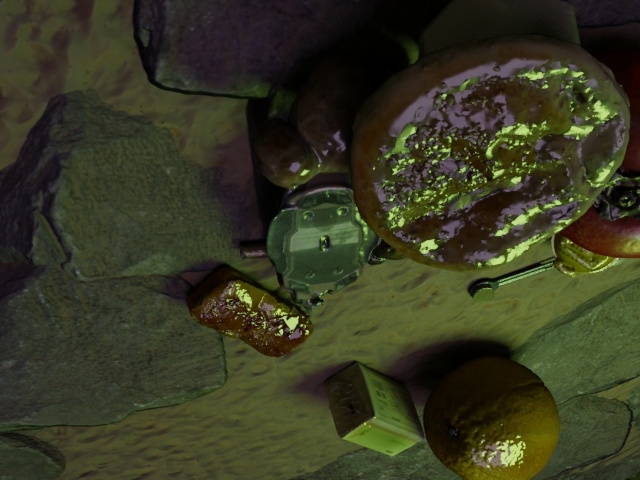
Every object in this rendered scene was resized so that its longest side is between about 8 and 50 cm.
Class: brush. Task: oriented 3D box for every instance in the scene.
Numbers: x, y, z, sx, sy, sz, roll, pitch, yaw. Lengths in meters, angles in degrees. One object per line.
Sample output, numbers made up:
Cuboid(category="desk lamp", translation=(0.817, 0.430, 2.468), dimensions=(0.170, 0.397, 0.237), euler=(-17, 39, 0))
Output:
Cuboid(category="brush", translation=(0.463, 0.079, 1.667), dimensions=(0.266, 0.027, 0.062), euler=(-20, 140, 1))

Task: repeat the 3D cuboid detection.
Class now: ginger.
Cuboid(category="ginger", translation=(0.055, -0.156, 1.098), dimensions=(0.303, 0.155, 0.245), euler=(13, 90, -16))

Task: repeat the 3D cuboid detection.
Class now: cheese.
Cuboid(category="cheese", translation=(0.586, -0.026, 1.548), dimensions=(0.156, 0.064, 0.250), euler=(32, 115, -6))

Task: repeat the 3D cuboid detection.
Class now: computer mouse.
Cuboid(category="computer mouse", translation=(-0.001, -0.006, 1.308), dimensions=(0.199, 0.115, 0.389), euler=(-3, 139, -6))

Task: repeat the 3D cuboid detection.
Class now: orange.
Cuboid(category="orange", translation=(0.422, 0.453, 1.843), dimensions=(0.356, 0.322, 0.322), euler=(3, 139, -50))

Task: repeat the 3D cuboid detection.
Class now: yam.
Cuboid(category="yam", translation=(-0.077, 0.016, 1.372), dimensions=(0.145, 0.032, 0.032), euler=(-3, 138, -21))

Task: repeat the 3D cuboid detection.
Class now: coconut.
Cuboid(category="coconut", translation=(0.263, -0.260, 1.045), dimensions=(0.241, 0.241, 0.241), euler=(-11, 140, -10))

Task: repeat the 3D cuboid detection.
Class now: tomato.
Cuboid(category="tomato", translation=(0.502, -0.142, 1.204), dimensions=(0.324, 0.290, 0.293), euler=(21, 129, 12))

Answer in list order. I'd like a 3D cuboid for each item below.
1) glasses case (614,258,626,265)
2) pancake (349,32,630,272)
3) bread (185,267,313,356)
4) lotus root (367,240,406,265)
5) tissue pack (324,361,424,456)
Cuboid(category="glasses case", translation=(0.635, 0.018, 1.653), dimensions=(0.164, 0.041, 0.063), euler=(17, 129, -35))
Cuboid(category="pancake", translation=(0.226, -0.101, 0.988), dimensions=(0.386, 0.082, 0.387), euler=(-4, 132, -4))
Cuboid(category="bread", translation=(-0.130, 0.147, 1.466), dimensions=(0.139, 0.077, 0.271), euler=(-37, 135, 17))
Cuboid(category="lotus root", translation=(0.141, -0.032, 1.342), dimensions=(0.120, 0.120, 0.209), euler=(12, 133, -33))
Cuboid(category="tissue pack", translation=(0.133, 0.419, 1.822), dimensions=(0.125, 0.159, 0.234), euler=(-36, 138, 20))
